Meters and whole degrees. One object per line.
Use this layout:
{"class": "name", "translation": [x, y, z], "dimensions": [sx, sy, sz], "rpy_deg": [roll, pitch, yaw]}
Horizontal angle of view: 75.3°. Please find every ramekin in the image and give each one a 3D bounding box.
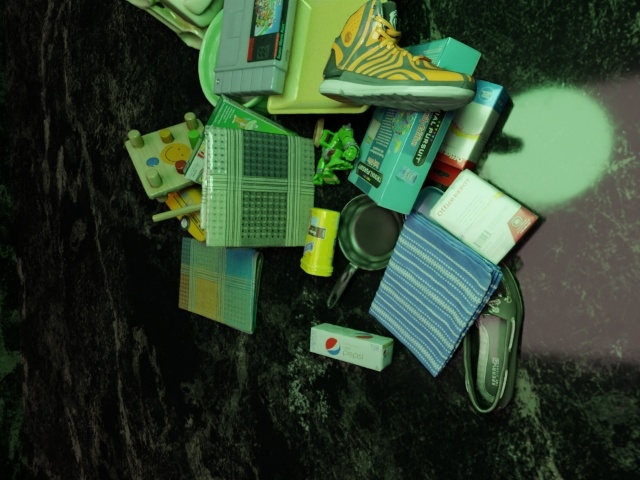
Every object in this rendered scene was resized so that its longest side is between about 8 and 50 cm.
{"class": "ramekin", "translation": [-0.196, -0.512, 1.209], "dimensions": [0.304, 0.148, 0.303], "rpy_deg": [2, 93, 33]}

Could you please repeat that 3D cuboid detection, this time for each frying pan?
{"class": "frying pan", "translation": [0.125, 0.041, 1.078], "dimensions": [0.197, 0.053, 0.325], "rpy_deg": [12, 100, 33]}

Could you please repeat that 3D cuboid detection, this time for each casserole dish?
{"class": "casserole dish", "translation": [0.288, -0.046, 0.977], "dimensions": [0.188, 0.037, 0.114], "rpy_deg": [42, 113, 24]}

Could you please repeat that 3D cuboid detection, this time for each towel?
{"class": "towel", "translation": [0.236, 0.123, 0.942], "dimensions": [0.243, 0.040, 0.335], "rpy_deg": [42, 133, 34]}
{"class": "towel", "translation": [-0.346, 0.138, 1.399], "dimensions": [0.371, 0.040, 0.271], "rpy_deg": [9, 96, 34]}
{"class": "towel", "translation": [-0.166, -0.135, 1.140], "dimensions": [0.056, 0.313, 0.323], "rpy_deg": [-171, 82, -66]}

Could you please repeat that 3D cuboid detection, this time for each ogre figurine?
{"class": "ogre figurine", "translation": [0.040, -0.226, 1.083], "dimensions": [0.097, 0.197, 0.118], "rpy_deg": [9, 71, -5]}

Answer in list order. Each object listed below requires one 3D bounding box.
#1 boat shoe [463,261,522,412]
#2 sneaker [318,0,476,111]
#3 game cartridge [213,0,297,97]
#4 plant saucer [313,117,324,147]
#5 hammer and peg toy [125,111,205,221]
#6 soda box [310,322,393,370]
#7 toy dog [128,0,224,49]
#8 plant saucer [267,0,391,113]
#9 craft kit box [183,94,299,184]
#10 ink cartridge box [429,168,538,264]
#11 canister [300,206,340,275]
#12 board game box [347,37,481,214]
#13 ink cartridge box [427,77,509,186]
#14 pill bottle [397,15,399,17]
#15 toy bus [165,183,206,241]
{"class": "boat shoe", "translation": [0.368, 0.205, 0.897], "dimensions": [0.112, 0.096, 0.334], "rpy_deg": [-1, 91, 37]}
{"class": "sneaker", "translation": [0.136, -0.340, 0.751], "dimensions": [0.321, 0.125, 0.179], "rpy_deg": [20, 101, 34]}
{"class": "game cartridge", "translation": [-0.166, -0.551, 1.056], "dimensions": [0.230, 0.068, 0.354], "rpy_deg": [11, 95, 39]}
{"class": "plant saucer", "translation": [-0.007, -0.297, 1.139], "dimensions": [0.015, 0.083, 0.083], "rpy_deg": [8, 99, -10]}
{"class": "hammer and peg toy", "translation": [-0.440, -0.226, 1.296], "dimensions": [0.361, 0.266, 0.127], "rpy_deg": [58, 161, 26]}
{"class": "soda box", "translation": [0.080, 0.278, 1.102], "dimensions": [0.216, 0.074, 0.069], "rpy_deg": [7, 95, 33]}
{"class": "toy dog", "translation": [-0.360, -0.841, 1.209], "dimensions": [0.395, 0.285, 0.407], "rpy_deg": [25, 90, 59]}
{"class": "plant saucer", "translation": [0.030, -0.456, 0.979], "dimensions": [0.333, 0.081, 0.332], "rpy_deg": [16, 98, 42]}
{"class": "craft kit box", "translation": [-0.223, -0.244, 1.184], "dimensions": [0.249, 0.247, 0.061], "rpy_deg": [-55, 39, 23]}
{"class": "ink cartridge box", "translation": [0.342, -0.049, 0.879], "dimensions": [0.175, 0.072, 0.127], "rpy_deg": [43, 106, 23]}
{"class": "canister", "translation": [0.000, 0.000, 1.122], "dimensions": [0.126, 0.074, 0.169], "rpy_deg": [-152, 70, -73]}
{"class": "board game box", "translation": [0.187, -0.254, 0.925], "dimensions": [0.253, 0.079, 0.335], "rpy_deg": [-118, 47, -67]}
{"class": "ink cartridge box", "translation": [0.302, -0.242, 0.936], "dimensions": [0.134, 0.078, 0.230], "rpy_deg": [31, 108, 29]}
{"class": "pill bottle", "translation": [0.124, -0.460, 1.024], "dimensions": [0.112, 0.112, 0.186], "rpy_deg": [27, 106, 29]}
{"class": "toy bus", "translation": [-0.432, -0.130, 1.400], "dimensions": [0.332, 0.108, 0.130], "rpy_deg": [47, 115, 23]}
